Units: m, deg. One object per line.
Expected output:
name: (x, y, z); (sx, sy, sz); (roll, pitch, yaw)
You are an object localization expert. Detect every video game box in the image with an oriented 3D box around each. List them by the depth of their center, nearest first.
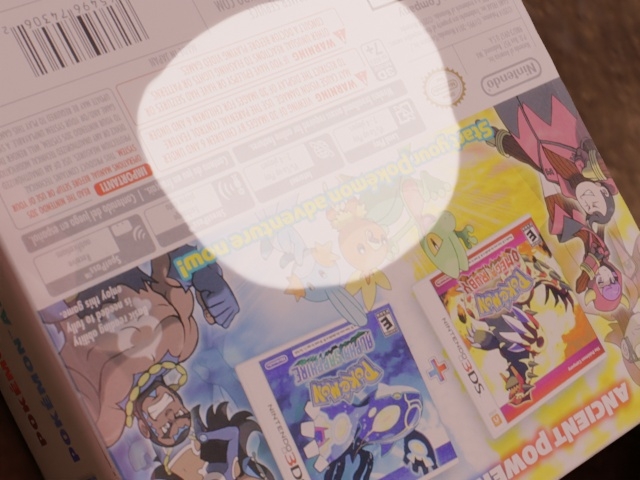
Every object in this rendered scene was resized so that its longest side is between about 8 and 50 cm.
video game box: (0.000, 0.000, 0.443); (0.205, 0.048, 0.187); (-25, 85, -36)
